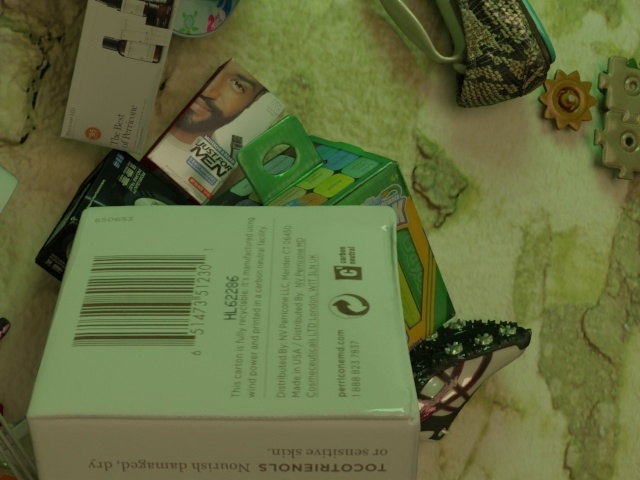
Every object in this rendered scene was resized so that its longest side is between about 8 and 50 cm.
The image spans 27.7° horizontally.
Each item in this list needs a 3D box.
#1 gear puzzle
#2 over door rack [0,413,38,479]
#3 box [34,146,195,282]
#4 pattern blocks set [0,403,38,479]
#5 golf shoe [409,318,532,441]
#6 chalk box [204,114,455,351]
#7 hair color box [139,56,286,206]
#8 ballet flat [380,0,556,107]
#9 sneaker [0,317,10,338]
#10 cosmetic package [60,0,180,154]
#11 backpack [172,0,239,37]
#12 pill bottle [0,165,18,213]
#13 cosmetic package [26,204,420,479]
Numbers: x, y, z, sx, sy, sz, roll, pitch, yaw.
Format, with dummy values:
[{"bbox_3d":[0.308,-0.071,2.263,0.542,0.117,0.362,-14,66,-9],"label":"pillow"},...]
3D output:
[{"bbox_3d":[0.452,-0.165,1.820,0.339,0.044,0.175,7,84,-18],"label":"gear puzzle"},{"bbox_3d":[-0.435,0.280,1.340,0.324,0.108,0.239,-37,100,-33],"label":"over door rack"},{"bbox_3d":[-0.216,-0.001,1.457,0.147,0.077,0.180,39,29,-14],"label":"box"},{"bbox_3d":[-0.363,0.333,1.447,0.285,0.026,0.324,29,75,-17],"label":"pattern blocks set"},{"bbox_3d":[0.148,0.182,1.642,0.273,0.105,0.120,-21,109,-17],"label":"golf shoe"},{"bbox_3d":[0.000,0.000,1.493,0.180,0.179,0.289,-37,122,-21],"label":"chalk box"},{"bbox_3d":[-0.131,-0.128,1.571,0.093,0.053,0.167,41,71,-13],"label":"hair color box"},{"bbox_3d":[0.136,-0.393,1.662,0.182,0.164,0.482,-24,96,-2],"label":"ballet flat"},{"bbox_3d":[-0.405,0.110,1.446,0.119,0.047,0.057,-29,85,-23],"label":"sneaker"},{"bbox_3d":[-0.218,-0.215,1.434,0.099,0.060,0.239,13,124,-9],"label":"cosmetic package"},{"bbox_3d":[-0.159,-0.364,1.504,0.225,0.191,0.253,42,76,-43],"label":"backpack"},{"bbox_3d":[-0.480,-0.094,1.364,0.302,0.169,0.169,33,74,-16],"label":"pill bottle"},{"bbox_3d":[-0.081,0.210,1.283,0.328,0.329,0.393,0,125,-1],"label":"cosmetic package"}]
